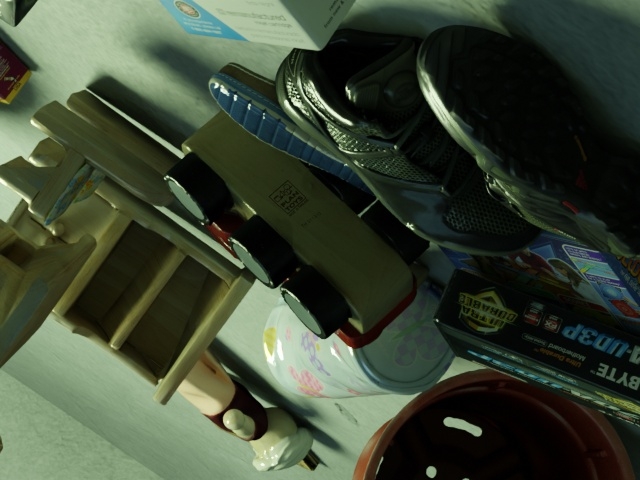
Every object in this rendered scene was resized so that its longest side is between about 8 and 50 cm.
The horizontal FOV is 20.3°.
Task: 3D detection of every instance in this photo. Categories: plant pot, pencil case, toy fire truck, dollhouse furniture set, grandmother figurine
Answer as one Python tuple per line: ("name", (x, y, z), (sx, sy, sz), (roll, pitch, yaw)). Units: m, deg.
("plant pot", (0.149, 0.265, 1.810), (0.272, 0.272, 0.265), (35, 171, -5))
("pencil case", (0.033, 0.096, 1.762), (0.124, 0.113, 0.273), (38, 163, -11))
("toy fire truck", (0.000, 0.000, 1.536), (0.217, 0.158, 0.246), (43, 165, 19))
("dollhouse furniture set", (-0.235, 0.065, 1.788), (0.256, 0.362, 0.394), (35, -169, -3))
("grandmother figurine", (-0.137, 0.208, 2.424), (0.342, 0.104, 0.208), (41, -171, -32))

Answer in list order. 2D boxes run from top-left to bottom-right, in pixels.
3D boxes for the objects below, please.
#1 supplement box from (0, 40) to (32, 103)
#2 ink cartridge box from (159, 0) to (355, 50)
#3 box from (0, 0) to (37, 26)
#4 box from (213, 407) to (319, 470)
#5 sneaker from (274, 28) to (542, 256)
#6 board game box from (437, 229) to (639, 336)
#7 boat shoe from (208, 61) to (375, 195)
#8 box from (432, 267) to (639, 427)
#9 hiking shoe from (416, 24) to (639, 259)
("supplement box", (-0.340, -0.181, 1.795), (0.055, 0.043, 0.083), (17, 156, 47))
("ink cartridge box", (-0.079, -0.222, 1.138), (0.148, 0.086, 0.203), (14, 156, 47))
("box", (-0.358, -0.343, 1.298), (0.395, 0.097, 0.318), (33, 161, 0))
("box", (-0.113, 0.267, 2.655), (0.201, 0.021, 0.164), (20, 158, 39))
("sneaker", (0.072, -0.070, 1.278), (0.227, 0.087, 0.130), (40, 169, -4))
("board game box", (0.174, 0.012, 1.408), (0.201, 0.035, 0.136), (15, 156, 45))
("boat shoe", (0.004, -0.094, 1.371), (0.183, 0.066, 0.066), (29, 166, -6))
("box", (0.209, 0.097, 1.458), (0.220, 0.051, 0.175), (21, 172, 14))
("hiking shoe", (0.134, -0.057, 1.205), (0.227, 0.086, 0.114), (40, 159, -23))
